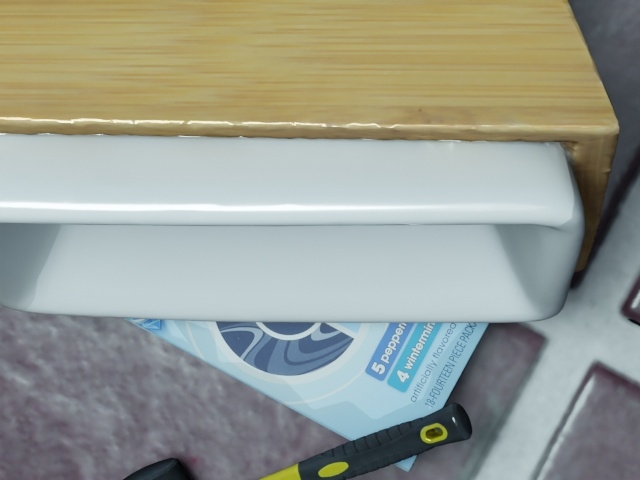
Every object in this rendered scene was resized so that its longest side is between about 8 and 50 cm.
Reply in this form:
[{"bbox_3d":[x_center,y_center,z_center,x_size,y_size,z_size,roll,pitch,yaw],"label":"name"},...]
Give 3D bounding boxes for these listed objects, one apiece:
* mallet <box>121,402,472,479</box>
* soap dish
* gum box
[{"bbox_3d":[-0.018,0.108,0.927,0.189,0.039,0.062,-30,93,24],"label":"mallet"},{"bbox_3d":[-0.026,-0.040,0.816,0.291,0.229,0.118,1,77,5],"label":"soap dish"},{"bbox_3d":[0.000,0.000,0.942,0.184,0.041,0.157,28,96,2],"label":"gum box"}]
